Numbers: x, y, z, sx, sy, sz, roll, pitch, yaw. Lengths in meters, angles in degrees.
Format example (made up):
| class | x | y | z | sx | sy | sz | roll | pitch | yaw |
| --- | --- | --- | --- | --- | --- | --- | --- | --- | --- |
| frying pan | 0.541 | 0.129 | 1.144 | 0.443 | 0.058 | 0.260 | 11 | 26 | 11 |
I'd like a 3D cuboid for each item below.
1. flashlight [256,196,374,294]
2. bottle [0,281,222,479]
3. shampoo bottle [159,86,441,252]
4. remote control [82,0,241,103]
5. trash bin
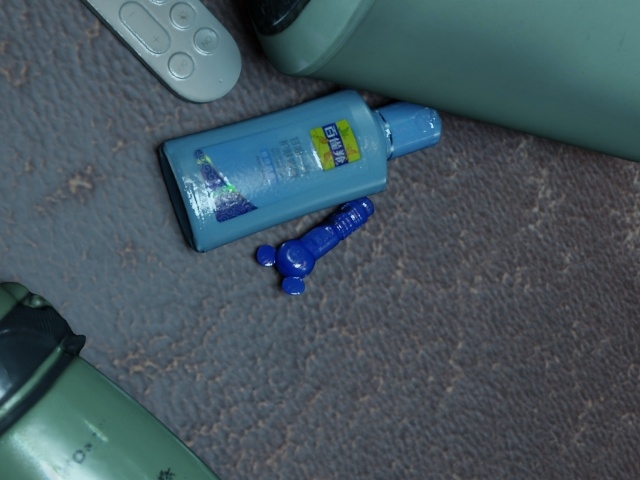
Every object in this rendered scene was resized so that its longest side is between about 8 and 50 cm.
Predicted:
| class | x | y | z | sx | sy | sz | roll | pitch | yaw |
| --- | --- | --- | --- | --- | --- | --- | --- | --- | --- |
| flashlight | 0.000 | 0.000 | 0.907 | 0.121 | 0.035 | 0.057 | -38 | 77 | -21 |
| bottle | -0.203 | 0.177 | 0.765 | 0.168 | 0.168 | 0.347 | -43 | 99 | -15 |
| shampoo bottle | -0.010 | -0.076 | 0.888 | 0.258 | 0.061 | 0.103 | -20 | 93 | -20 |
| remote control | -0.167 | -0.219 | 0.852 | 0.245 | 0.022 | 0.077 | 46 | 74 | -15 |
| trash bin | 0.145 | -0.236 | 0.839 | 0.432 | 0.280 | 0.280 | 14 | 85 | -23 |
